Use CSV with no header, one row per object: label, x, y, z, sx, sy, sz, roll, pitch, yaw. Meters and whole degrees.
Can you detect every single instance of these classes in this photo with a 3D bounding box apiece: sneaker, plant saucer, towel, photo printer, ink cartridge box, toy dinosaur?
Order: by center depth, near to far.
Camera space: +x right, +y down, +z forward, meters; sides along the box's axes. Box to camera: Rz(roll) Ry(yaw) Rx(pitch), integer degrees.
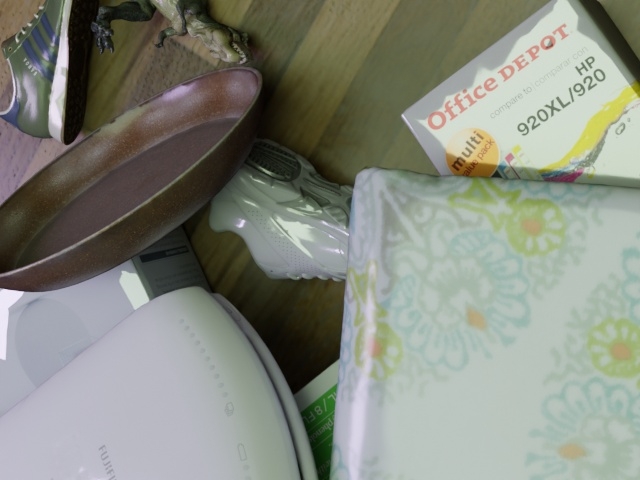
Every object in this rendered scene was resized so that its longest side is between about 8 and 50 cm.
towel,0.194,0.119,0.948,0.374,0.090,0.320,5,89,16
photo printer,-0.147,0.204,1.063,0.307,0.107,0.256,-37,57,18
ink cartridge box,0.211,-0.061,1.068,0.171,0.168,0.232,-36,84,19
plant saucer,-0.173,-0.049,1.148,0.311,0.310,0.050,-25,114,19
sneaker,0.000,0.000,1.200,0.232,0.090,0.115,31,126,9
toy dinosaur,-0.176,-0.247,1.220,0.268,0.118,0.064,54,148,9
sneaker,-0.272,-0.194,1.269,0.086,0.064,0.192,12,102,12

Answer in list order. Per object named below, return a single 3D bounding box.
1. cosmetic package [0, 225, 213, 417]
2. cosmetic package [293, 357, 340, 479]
cosmetic package,-0.206,0.127,1.243,0.224,0.138,0.224,-26,86,19
cosmetic package,0.105,0.274,1.100,0.197,0.155,0.365,-42,74,15
